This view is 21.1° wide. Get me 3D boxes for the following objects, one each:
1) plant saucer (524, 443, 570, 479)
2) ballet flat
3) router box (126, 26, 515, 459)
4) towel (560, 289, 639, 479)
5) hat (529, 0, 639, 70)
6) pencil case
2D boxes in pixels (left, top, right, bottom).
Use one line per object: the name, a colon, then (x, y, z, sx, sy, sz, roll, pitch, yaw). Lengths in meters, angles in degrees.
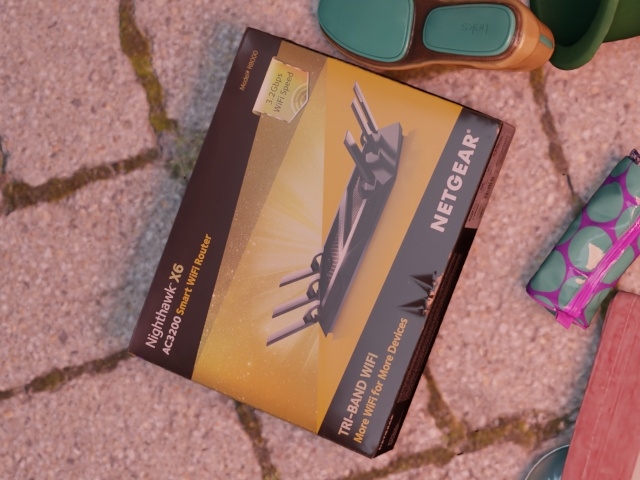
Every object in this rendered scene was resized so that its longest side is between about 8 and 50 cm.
plant saucer: (0.228, 0.230, 1.455, 0.119, 0.021, 0.119, 0, 89, 15)
ballet flat: (0.098, -0.175, 1.465, 0.232, 0.073, 0.080, 17, 94, 42)
router box: (0.000, 0.000, 1.489, 0.243, 0.081, 0.309, 21, 95, 15)
towel: (0.360, 0.188, 1.366, 0.329, 0.037, 0.237, 14, 79, 24)
hat: (0.289, -0.215, 1.429, 0.183, 0.173, 0.208, 2, 112, -17)
pencil case: (0.239, 0.001, 1.430, 0.064, 0.070, 0.152, 32, 100, -19)
